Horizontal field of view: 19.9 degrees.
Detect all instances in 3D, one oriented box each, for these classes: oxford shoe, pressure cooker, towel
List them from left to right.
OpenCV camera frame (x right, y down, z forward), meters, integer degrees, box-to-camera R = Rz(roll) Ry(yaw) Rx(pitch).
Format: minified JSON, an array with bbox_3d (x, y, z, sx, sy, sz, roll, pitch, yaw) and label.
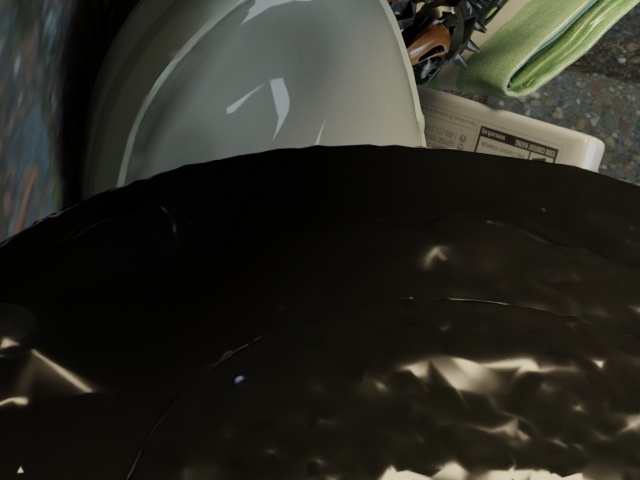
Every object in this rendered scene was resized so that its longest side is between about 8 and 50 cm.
[{"bbox_3d":[0.003,0.046,0.807,0.169,0.130,0.449,-33,145,-20],"label":"oxford shoe"},{"bbox_3d":[0.017,0.226,0.546,0.370,0.376,0.420,-49,156,-47],"label":"pressure cooker"},{"bbox_3d":[0.119,-0.171,1.125,0.248,0.038,0.325,-41,-158,-15],"label":"towel"}]

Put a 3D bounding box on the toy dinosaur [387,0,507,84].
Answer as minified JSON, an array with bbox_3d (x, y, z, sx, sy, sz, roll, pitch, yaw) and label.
[{"bbox_3d":[-0.007,-0.113,0.884,0.322,0.164,0.218,-40,-169,49],"label":"toy dinosaur"}]

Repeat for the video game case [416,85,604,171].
[{"bbox_3d":[0.045,0.007,1.000,0.023,0.201,0.183,10,99,-49],"label":"video game case"}]
